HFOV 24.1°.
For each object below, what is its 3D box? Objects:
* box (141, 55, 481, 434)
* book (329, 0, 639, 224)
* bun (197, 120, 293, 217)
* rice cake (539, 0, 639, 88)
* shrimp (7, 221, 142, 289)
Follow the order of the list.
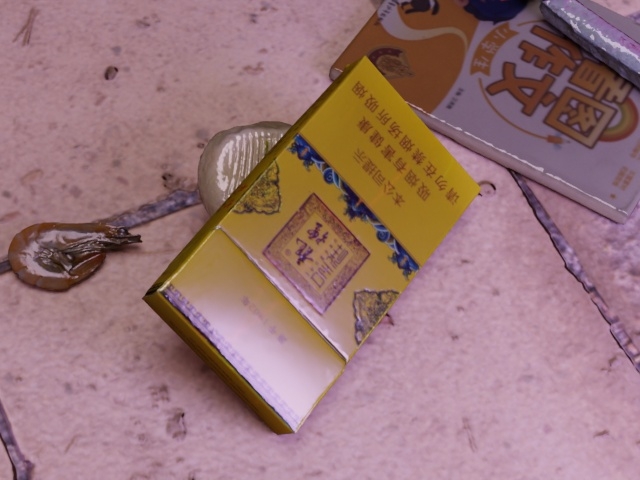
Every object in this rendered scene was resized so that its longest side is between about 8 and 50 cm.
[{"bbox_3d":[0.001,-0.001,1.185,0.153,0.041,0.279,47,61,-14],"label":"box"},{"bbox_3d":[0.185,-0.154,1.348,0.295,0.020,0.208,28,59,14],"label":"book"},{"bbox_3d":[-0.049,-0.044,1.231,0.115,0.069,0.115,6,74,-22],"label":"bun"},{"bbox_3d":[0.280,-0.157,1.324,0.207,0.033,0.033,39,72,21],"label":"rice cake"},{"bbox_3d":[-0.200,0.013,1.222,0.108,0.023,0.059,0,66,-3],"label":"shrimp"}]
